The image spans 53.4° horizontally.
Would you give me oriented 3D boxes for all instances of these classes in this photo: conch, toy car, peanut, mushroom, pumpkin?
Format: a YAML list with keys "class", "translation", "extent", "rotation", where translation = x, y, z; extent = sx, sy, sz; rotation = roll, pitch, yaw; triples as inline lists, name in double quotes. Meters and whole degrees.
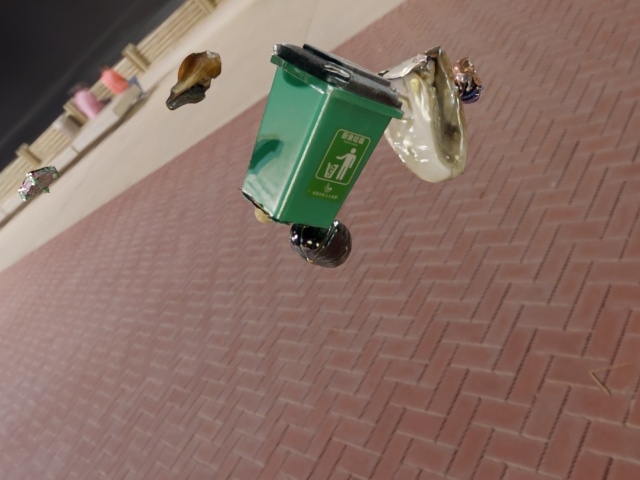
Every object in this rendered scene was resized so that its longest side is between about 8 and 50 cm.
- class: "conch"
  translation: [-0.283, -0.355, 1.402]
  extent: [0.080, 0.086, 0.232]
  rotation: [15, 58, 28]
- class: "toy car"
  translation: [-0.696, -0.146, 1.565]
  extent: [0.142, 0.055, 0.069]
  rotation: [-34, -1, 44]
- class: "peanut"
  translation: [-0.196, -0.130, 2.410]
  extent: [0.229, 0.103, 0.098]
  rotation: [102, -172, -71]
- class: "mushroom"
  translation: [0.339, -0.390, 2.030]
  extent: [0.225, 0.397, 0.313]
  rotation: [-18, 16, 28]
- class: "pumpkin"
  translation: [0.000, 0.000, 2.117]
  extent: [0.221, 0.221, 0.161]
  rotation: [7, 66, 59]

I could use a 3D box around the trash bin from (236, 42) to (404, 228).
- class: "trash bin"
  translation: [-0.026, -0.242, 1.480]
  extent: [0.295, 0.259, 0.380]
  rotation: [41, 113, 42]

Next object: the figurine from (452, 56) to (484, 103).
- class: "figurine"
  translation: [0.499, -0.558, 2.198]
  extent: [0.126, 0.156, 0.114]
  rotation: [12, 34, 33]
